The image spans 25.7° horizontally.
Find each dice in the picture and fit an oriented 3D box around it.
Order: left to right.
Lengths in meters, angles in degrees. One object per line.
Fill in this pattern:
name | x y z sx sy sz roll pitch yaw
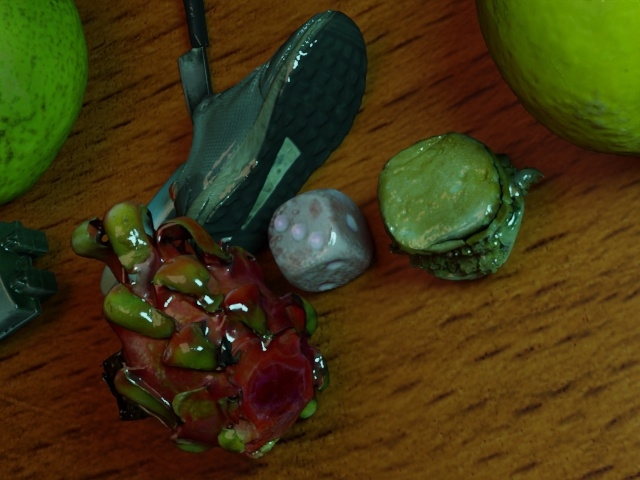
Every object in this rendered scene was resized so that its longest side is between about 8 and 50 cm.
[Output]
dice | 0.000 0.000 1.618 0.091 0.094 0.093 -30 62 26

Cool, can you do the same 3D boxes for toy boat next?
toy boat | -0.487 0.096 1.929 0.319 0.092 0.141 -33 63 31

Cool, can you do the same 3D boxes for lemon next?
lemon | 0.306 -0.246 1.337 0.347 0.348 0.348 -9 73 32

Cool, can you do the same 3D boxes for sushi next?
sushi | -0.209 0.167 1.717 0.098 0.094 0.084 -38 61 25

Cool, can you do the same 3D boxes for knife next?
knife | -0.211 -0.015 1.804 0.222 0.031 0.064 -53 52 7
knife | -0.164 -0.223 1.832 0.060 0.028 0.231 -24 68 40

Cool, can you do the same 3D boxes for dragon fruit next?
dragon fruit | -0.131 0.095 1.575 0.243 0.227 0.307 -7 102 30

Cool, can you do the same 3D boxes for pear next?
pear | -0.489 -0.219 1.850 0.391 0.391 0.391 -9 73 32

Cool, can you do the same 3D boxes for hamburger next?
hamburger | 0.155 -0.039 1.510 0.184 0.131 0.159 -21 58 21

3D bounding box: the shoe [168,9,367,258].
shoe | -0.078 -0.145 1.701 0.336 0.132 0.171 -57 46 12
